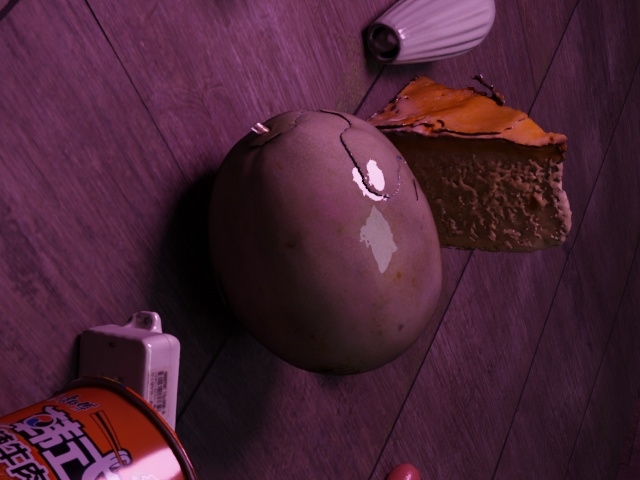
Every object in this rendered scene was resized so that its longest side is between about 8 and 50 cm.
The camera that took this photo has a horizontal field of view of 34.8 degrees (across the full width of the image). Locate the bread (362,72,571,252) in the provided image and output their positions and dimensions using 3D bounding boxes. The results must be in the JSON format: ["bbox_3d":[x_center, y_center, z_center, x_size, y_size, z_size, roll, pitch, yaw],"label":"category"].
[{"bbox_3d":[0.243,-0.130,1.553,0.279,0.315,0.248,-56,141,-51],"label":"bread"}]

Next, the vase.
[{"bbox_3d":[0.165,-0.331,1.562,0.248,0.128,0.128,-31,122,-43],"label":"vase"}]

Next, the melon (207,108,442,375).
[{"bbox_3d":[0.000,0.000,1.183,0.268,0.269,0.330,-56,134,-40],"label":"melon"}]

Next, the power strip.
[{"bbox_3d":[-0.202,0.241,1.043,0.058,0.098,0.338,-3,98,-59],"label":"power strip"}]

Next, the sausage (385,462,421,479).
[{"bbox_3d":[0.118,0.438,1.666,0.154,0.062,0.062,-60,142,-34],"label":"sausage"}]

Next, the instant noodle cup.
[{"bbox_3d":[-0.247,0.252,0.850,0.192,0.250,0.250,-8,102,-49],"label":"instant noodle cup"}]
